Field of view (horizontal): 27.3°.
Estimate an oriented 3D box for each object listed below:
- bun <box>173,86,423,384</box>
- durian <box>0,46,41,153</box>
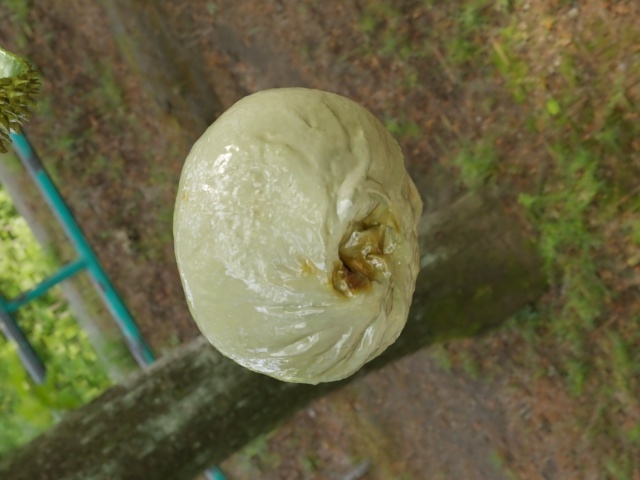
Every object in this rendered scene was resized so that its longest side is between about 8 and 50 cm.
[{"bbox_3d":[0.000,0.000,0.934,0.127,0.222,0.222,10,128,58],"label":"bun"},{"bbox_3d":[-0.386,-0.136,1.223,0.176,0.237,0.200,-45,75,21],"label":"durian"}]
